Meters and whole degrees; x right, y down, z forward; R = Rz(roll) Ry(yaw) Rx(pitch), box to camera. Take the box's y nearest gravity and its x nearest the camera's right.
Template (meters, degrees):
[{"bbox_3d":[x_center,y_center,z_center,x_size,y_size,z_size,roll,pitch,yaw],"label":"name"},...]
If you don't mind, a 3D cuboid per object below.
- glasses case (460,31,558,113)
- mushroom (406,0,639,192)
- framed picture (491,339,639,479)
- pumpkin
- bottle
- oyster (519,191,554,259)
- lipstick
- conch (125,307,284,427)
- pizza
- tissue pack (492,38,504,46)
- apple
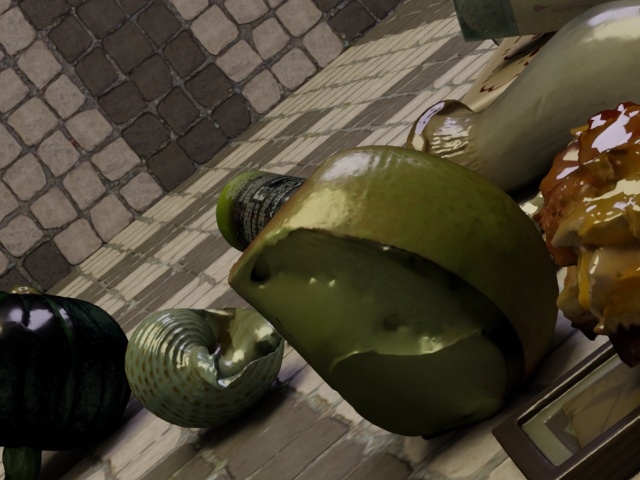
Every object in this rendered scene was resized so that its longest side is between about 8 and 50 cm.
[{"bbox_3d":[0.239,-0.181,1.655,0.144,0.076,0.336,-32,11,31],"label":"glasses case"},{"bbox_3d":[0.220,-0.119,1.409,0.159,0.122,0.329,3,-22,-43],"label":"mushroom"},{"bbox_3d":[0.177,0.075,0.885,0.168,0.023,0.128,-37,10,0],"label":"framed picture"},{"bbox_3d":[-0.325,0.170,1.753,0.248,0.248,0.248,-37,10,8],"label":"pumpkin"},{"bbox_3d":[-0.019,-0.016,1.610,0.093,0.093,0.330,-40,16,-11],"label":"bottle"},{"bbox_3d":[0.124,0.004,1.242,0.191,0.081,0.163,-34,6,4],"label":"oyster"},{"bbox_3d":[0.275,-0.241,1.514,0.317,0.066,0.068,-3,25,35],"label":"lipstick"},{"bbox_3d":[-0.098,0.112,1.454,0.135,0.102,0.153,-31,39,-26],"label":"conch"},{"bbox_3d":[0.232,-0.036,0.874,0.278,0.114,0.409,-24,6,-18],"label":"pizza"},{"bbox_3d":[0.281,-0.435,2.128,0.361,0.259,0.122,-47,10,-37],"label":"tissue pack"},{"bbox_3d":[0.053,0.026,1.070,0.174,0.188,0.207,-44,8,-11],"label":"apple"}]
